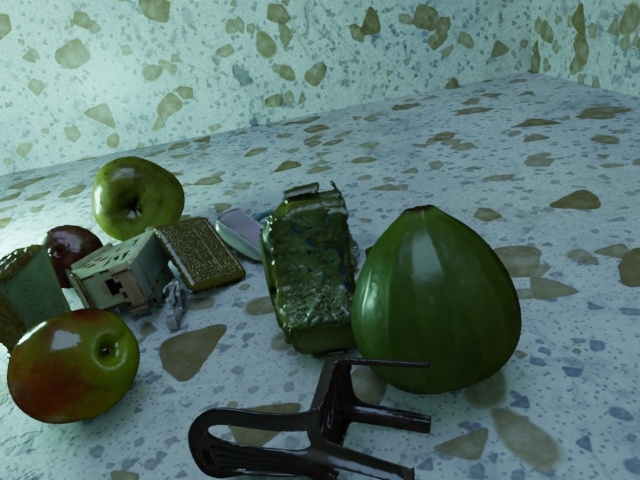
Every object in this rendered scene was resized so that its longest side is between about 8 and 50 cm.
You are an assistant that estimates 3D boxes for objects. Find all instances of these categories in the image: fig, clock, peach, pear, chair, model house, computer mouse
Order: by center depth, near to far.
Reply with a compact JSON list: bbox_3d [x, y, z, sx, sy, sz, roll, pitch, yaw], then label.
[{"bbox_3d":[-0.007,0.277,0.766,0.326,0.176,0.183,5,38,17],"label":"chair"},{"bbox_3d":[0.191,0.095,0.893,0.316,0.316,0.316,-9,26,4],"label":"fig"},{"bbox_3d":[-0.471,0.237,0.977,0.231,0.231,0.231,-9,26,4],"label":"peach"},{"bbox_3d":[-0.358,0.159,1.247,0.041,0.087,0.129,-9,33,3],"label":"clock"},{"bbox_3d":[-0.542,0.108,1.348,0.244,0.169,0.326,-18,21,2],"label":"model house"},{"bbox_3d":[-0.744,0.053,1.516,0.205,0.205,0.205,-9,26,4],"label":"fig"},{"bbox_3d":[-0.207,-0.012,1.517,0.245,0.056,0.126,32,47,27],"label":"computer mouse"},{"bbox_3d":[-0.622,-0.133,1.728,0.304,0.304,0.304,-9,26,4],"label":"pear"}]

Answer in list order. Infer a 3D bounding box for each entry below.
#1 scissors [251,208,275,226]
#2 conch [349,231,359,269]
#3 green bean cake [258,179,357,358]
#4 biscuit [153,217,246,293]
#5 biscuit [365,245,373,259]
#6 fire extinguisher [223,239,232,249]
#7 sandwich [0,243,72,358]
[{"bbox_3d":[-0.114,-0.024,1.591,0.360,0.029,0.191,14,40,35],"label":"scissors"},{"bbox_3d":[0.000,0.000,1.359,0.245,0.163,0.178,31,57,13],"label":"conch"},{"bbox_3d":[-0.026,0.059,1.058,0.202,0.310,0.285,-8,23,1],"label":"green bean cake"},{"bbox_3d":[-0.331,0.032,1.394,0.172,0.029,0.254,-15,53,-40],"label":"biscuit"},{"bbox_3d":[0.204,0.050,1.297,0.183,0.039,0.174,-10,24,4],"label":"biscuit"},{"bbox_3d":[-0.287,0.038,1.503,0.062,0.050,0.177,16,27,-5],"label":"fire extinguisher"},{"bbox_3d":[-0.677,0.154,1.186,0.087,0.251,0.226,-9,24,0],"label":"sandwich"}]
